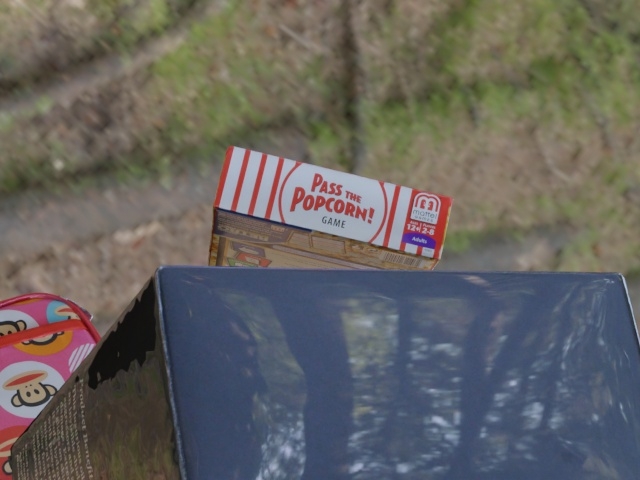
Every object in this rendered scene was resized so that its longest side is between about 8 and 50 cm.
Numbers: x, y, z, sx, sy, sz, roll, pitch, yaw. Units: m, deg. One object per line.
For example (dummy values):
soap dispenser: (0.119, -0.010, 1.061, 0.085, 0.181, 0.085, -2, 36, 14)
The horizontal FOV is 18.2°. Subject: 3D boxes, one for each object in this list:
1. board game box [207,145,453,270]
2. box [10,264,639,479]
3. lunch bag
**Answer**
board game box: (0.000, 0.000, 1.328, 0.147, 0.193, 0.045, 14, 75, -2)
box: (0.004, 0.148, 1.174, 0.296, 0.182, 0.294, 1, 156, -26)
lunch bag: (-0.316, 0.164, 1.763, 0.293, 0.258, 0.120, -16, 143, -26)
